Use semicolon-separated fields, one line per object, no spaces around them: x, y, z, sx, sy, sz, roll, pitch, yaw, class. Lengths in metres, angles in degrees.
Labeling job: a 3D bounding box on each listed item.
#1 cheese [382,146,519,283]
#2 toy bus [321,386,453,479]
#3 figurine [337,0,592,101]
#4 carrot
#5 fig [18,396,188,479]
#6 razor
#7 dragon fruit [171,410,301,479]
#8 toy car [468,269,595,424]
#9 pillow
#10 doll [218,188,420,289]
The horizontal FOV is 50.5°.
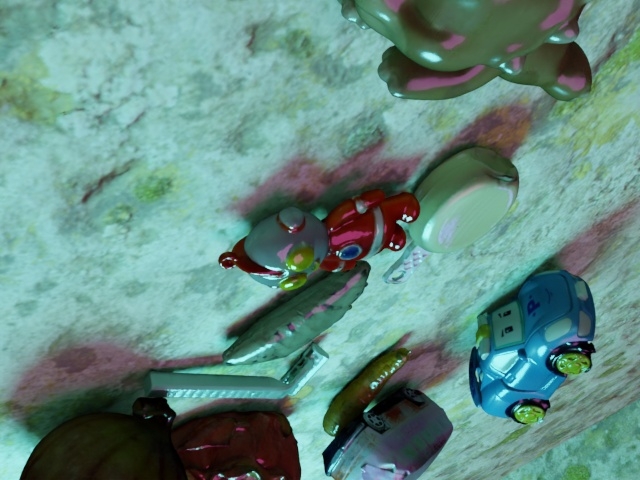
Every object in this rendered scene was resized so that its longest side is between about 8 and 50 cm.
0.156;-0.019;0.872;0.137;0.064;0.227;8;131;-39;cheese
0.134;0.377;1.255;0.127;0.147;0.303;-59;158;18;toy bus
0.137;-0.205;0.506;0.247;0.177;0.173;3;155;-23;figurine
0.079;0.267;1.212;0.059;0.059;0.247;8;128;-43;carrot
-0.265;0.327;0.881;0.214;0.235;0.235;-36;155;-35;fig
-0.119;0.206;0.976;0.278;0.056;0.111;4;136;-40;razor
-0.141;0.381;1.061;0.317;0.205;0.152;-12;142;-26;dragon fruit
0.363;0.179;1.210;0.166;0.198;0.314;14;133;-6;toy car
-0.023;0.109;0.922;0.241;0.051;0.093;-35;141;8;pillow
0.000;0.000;0.775;0.245;0.076;0.142;-14;144;-29;doll
